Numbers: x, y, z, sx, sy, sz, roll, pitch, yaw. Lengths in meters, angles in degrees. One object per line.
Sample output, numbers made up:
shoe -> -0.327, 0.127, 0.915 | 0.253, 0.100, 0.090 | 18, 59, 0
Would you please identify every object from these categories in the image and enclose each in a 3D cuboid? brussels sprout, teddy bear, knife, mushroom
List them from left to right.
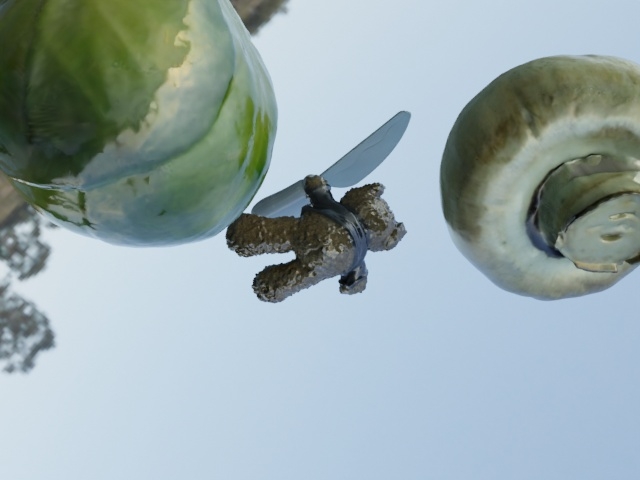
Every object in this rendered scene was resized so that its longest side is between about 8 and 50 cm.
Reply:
brussels sprout -> -0.206, -0.166, 1.105 | 0.289, 0.354, 0.281 | 3, -172, 21
teddy bear -> 0.005, 0.004, 1.522 | 0.251, 0.181, 0.129 | -25, -164, -15
knife -> 0.025, -0.098, 1.634 | 0.331, 0.080, 0.044 | -32, -130, 29
mushroom -> 0.327, -0.072, 1.363 | 0.352, 0.352, 0.260 | -39, -148, 20
